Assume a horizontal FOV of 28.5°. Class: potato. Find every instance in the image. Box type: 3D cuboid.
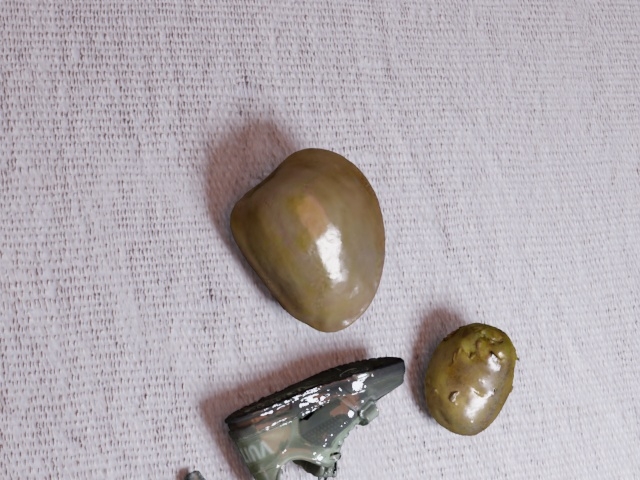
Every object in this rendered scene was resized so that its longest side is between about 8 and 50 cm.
[{"bbox_3d":[0.233,0.212,1.960,0.137,0.137,0.176,31,91,-18],"label":"potato"}]

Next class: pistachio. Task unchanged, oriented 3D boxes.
[{"bbox_3d":[0.000,0.000,1.864,0.212,0.163,0.260,-32,99,7],"label":"pistachio"}]

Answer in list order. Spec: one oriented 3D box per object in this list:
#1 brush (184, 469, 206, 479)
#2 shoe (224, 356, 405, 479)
[{"bbox_3d":[-0.087,0.454,1.765,0.070,0.051,0.323,-33,77,-22],"label":"brush"},{"bbox_3d":[0.009,0.276,1.853,0.293,0.109,0.149,-17,93,-24],"label":"shoe"}]
